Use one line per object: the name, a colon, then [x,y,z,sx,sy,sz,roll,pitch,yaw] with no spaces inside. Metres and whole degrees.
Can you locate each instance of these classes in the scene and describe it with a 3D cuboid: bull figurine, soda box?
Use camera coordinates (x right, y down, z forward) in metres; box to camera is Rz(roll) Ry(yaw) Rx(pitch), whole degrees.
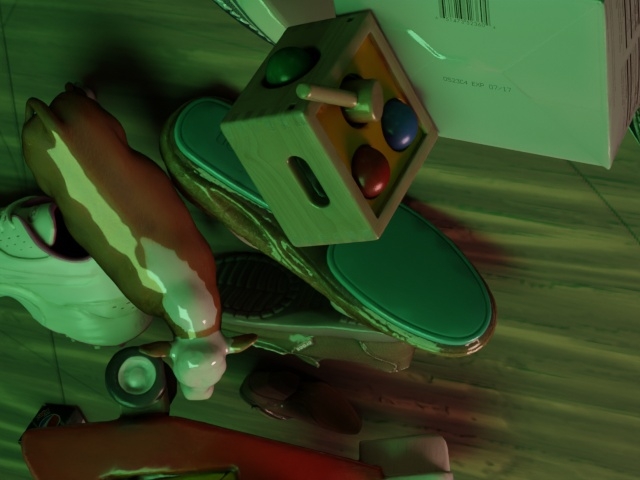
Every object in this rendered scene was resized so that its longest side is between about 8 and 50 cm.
bull figurine: [-0.165,-0.007,1.727,0.310,0.101,0.188,60,177,-15]
soda box: [-0.278,0.267,2.223,0.053,0.060,0.169,3,134,33]

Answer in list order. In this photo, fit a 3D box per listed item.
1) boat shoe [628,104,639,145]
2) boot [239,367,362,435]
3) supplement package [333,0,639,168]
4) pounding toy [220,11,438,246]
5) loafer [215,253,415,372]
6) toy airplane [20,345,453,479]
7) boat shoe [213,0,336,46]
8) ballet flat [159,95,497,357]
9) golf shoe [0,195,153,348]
boat shoe: [0.326,-0.016,1.471,0.121,0.119,0.335,-20,120,45]
boot: [-0.025,0.168,1.973,0.118,0.042,0.087,37,150,-13]
supplement package: [0.139,-0.184,1.345,0.194,0.203,0.149,12,138,21]
pounding toy: [0.008,-0.079,1.274,0.100,0.130,0.141,-6,129,37]
loafer: [-0.021,0.081,1.824,0.251,0.094,0.087,10,133,24]
toy airplane: [-0.053,0.278,1.838,0.384,0.272,0.386,7,168,46]
boat shoe: [-0.104,-0.255,1.509,0.340,0.127,0.158,51,145,-12]
ballet flat: [0.000,0.000,1.720,0.342,0.116,0.124,32,155,3]
golf shoe: [-0.306,0.000,1.930,0.306,0.115,0.140,15,129,9]
